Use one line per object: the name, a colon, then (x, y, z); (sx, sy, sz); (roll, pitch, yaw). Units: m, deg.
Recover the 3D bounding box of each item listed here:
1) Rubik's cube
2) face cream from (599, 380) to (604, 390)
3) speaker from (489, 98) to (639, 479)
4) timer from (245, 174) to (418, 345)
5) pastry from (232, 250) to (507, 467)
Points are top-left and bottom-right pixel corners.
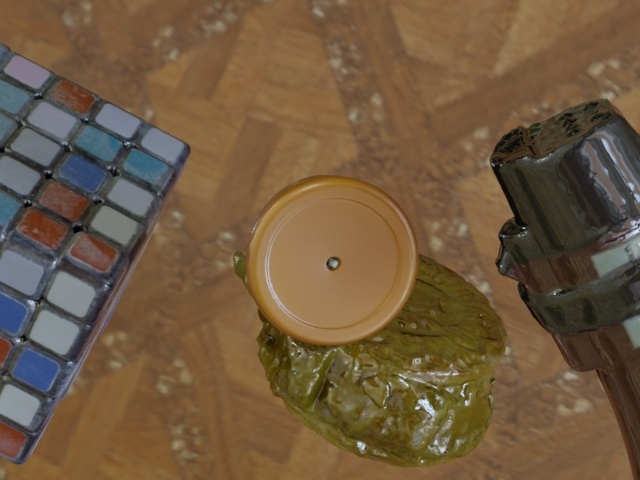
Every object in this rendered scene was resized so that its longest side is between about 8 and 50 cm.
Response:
Rubik's cube: (-0.345, 0.003, 1.719); (0.293, 0.287, 0.292); (-59, 5, 34)
face cream: (0.362, 0.118, 1.343); (0.269, 0.082, 0.082); (6, 79, 24)
speaker: (0.266, 0.057, 1.033); (0.259, 0.198, 0.329); (-14, 110, 31)
timer: (0.000, 0.000, 1.294); (0.132, 0.132, 0.152); (-56, 14, 7)
pastry: (0.051, 0.109, 1.513); (0.240, 0.235, 0.132); (47, 131, 46)
